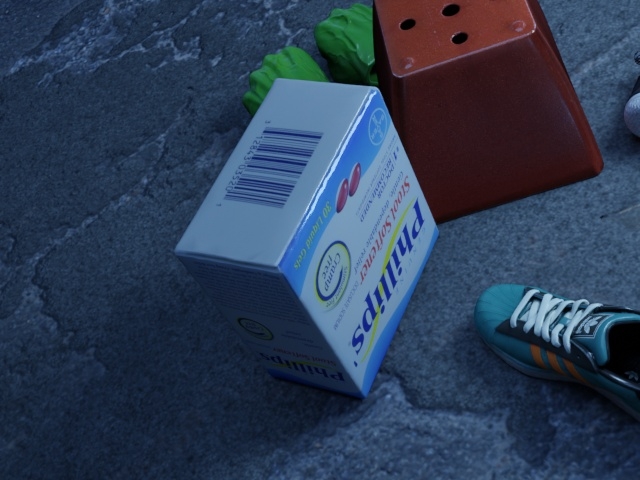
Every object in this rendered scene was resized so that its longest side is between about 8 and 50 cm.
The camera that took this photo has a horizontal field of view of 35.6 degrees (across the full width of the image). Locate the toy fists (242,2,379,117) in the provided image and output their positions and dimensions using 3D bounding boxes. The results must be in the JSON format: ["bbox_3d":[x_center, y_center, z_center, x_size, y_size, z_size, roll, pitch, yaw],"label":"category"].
[{"bbox_3d":[0.012,-0.261,1.526,0.279,0.096,0.142,-37,59,-9],"label":"toy fists"}]

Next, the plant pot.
[{"bbox_3d":[0.196,-0.219,1.320,0.267,0.236,0.267,-17,49,11],"label":"plant pot"}]

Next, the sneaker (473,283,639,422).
[{"bbox_3d":[0.296,0.106,1.103,0.302,0.121,0.108,24,66,35],"label":"sneaker"}]

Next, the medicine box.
[{"bbox_3d":[0.000,0.000,1.199,0.149,0.289,0.264,10,59,31],"label":"medicine box"}]

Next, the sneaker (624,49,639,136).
[{"bbox_3d":[0.524,-0.214,1.262,0.268,0.101,0.153,-3,56,24],"label":"sneaker"}]
